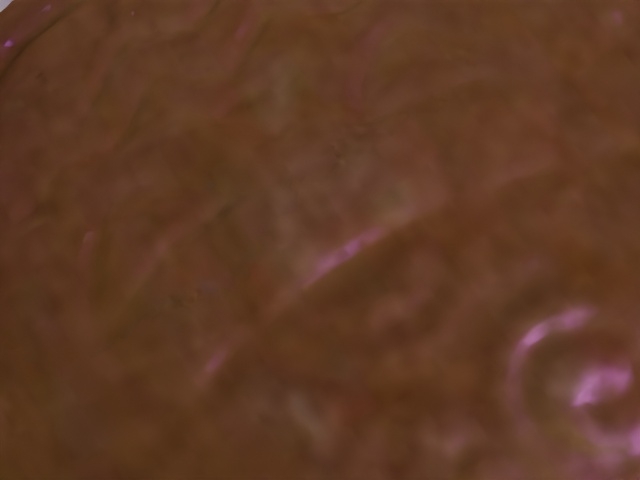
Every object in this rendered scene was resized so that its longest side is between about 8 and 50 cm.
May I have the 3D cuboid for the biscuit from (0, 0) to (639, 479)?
[{"bbox_3d":[0.000,-0.001,0.581,0.385,0.062,0.365,-35,66,-8],"label":"biscuit"}]
